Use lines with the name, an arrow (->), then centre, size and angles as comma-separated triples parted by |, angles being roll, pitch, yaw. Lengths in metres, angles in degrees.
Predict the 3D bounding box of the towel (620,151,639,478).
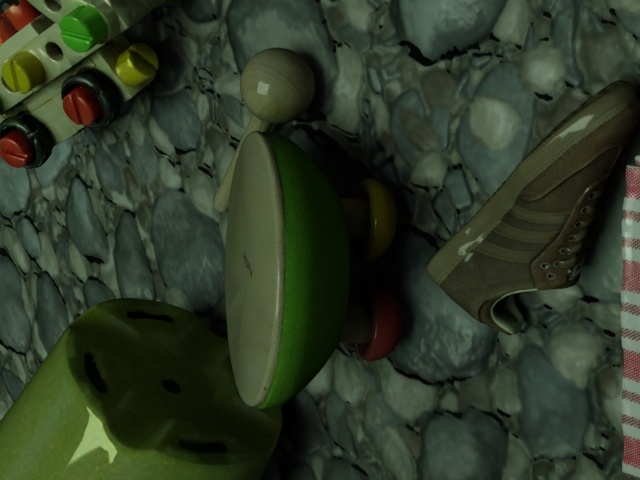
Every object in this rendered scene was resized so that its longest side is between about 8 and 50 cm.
towel -> 0.227, 0.052, 0.616 | 0.144, 0.029, 0.197 | 12, 112, 42

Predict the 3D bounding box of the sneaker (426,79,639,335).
sneaker -> 0.135, -0.014, 0.678 | 0.071, 0.066, 0.188 | 45, 139, 6

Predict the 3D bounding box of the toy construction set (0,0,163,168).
toy construction set -> -0.235, -0.185, 0.948 | 0.215, 0.151, 0.327 | 54, 150, -15

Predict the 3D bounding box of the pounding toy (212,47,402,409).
pounding toy -> 0.000, 0.000, 0.811 | 0.183, 0.110, 0.237 | 107, 159, -47

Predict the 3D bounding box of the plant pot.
plant pot -> -0.162, 0.195, 0.942 | 0.276, 0.276, 0.254 | 46, 120, 27
